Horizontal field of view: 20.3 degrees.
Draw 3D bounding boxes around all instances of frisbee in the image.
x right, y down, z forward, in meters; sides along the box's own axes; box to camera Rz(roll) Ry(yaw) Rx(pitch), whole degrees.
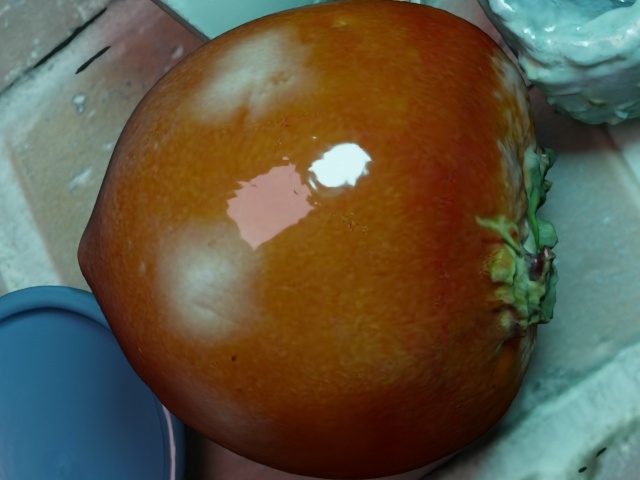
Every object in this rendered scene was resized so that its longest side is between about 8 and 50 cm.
[{"bbox_3d":[-0.214,0.180,1.402,0.289,0.049,0.289,-6,79,31],"label":"frisbee"}]

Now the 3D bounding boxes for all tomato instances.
[{"bbox_3d":[0.000,0.000,1.168,0.321,0.321,0.321,-7,75,28],"label":"tomato"}]

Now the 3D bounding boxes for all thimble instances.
[{"bbox_3d":[0.205,-0.202,1.181,0.205,0.172,0.250,22,88,30],"label":"thimble"}]

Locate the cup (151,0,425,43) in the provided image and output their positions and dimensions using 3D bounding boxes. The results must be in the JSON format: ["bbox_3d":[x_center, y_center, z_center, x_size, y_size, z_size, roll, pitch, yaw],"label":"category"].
[{"bbox_3d":[-0.011,-0.233,1.330,0.258,0.186,0.234,40,92,0],"label":"cup"}]
